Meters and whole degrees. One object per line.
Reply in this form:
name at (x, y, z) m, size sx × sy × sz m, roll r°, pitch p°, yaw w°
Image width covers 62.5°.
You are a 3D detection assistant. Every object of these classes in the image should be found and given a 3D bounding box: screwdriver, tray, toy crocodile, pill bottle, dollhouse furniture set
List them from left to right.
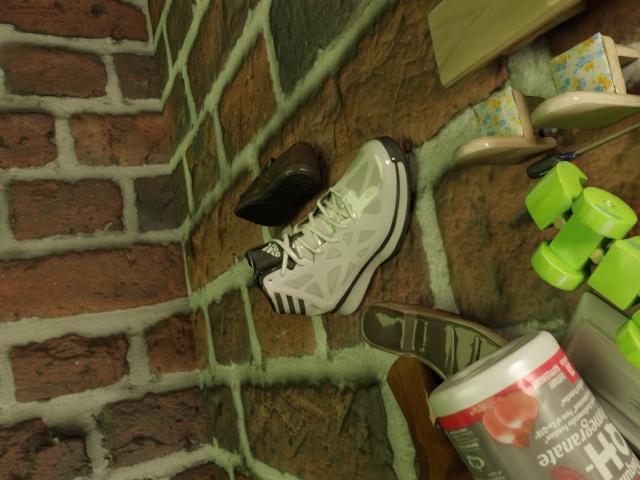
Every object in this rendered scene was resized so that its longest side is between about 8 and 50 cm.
dollhouse furniture set at (0.229, -0.313, 0.573) m, size 0.394 × 0.256 × 0.362 m, roll -24°, pitch 73°, yaw 60°
pill bottle at (0.285, 0.284, 0.626) m, size 0.318 × 0.176 × 0.176 m, roll 59°, pitch 145°, yaw 14°
screwdriver at (0.335, -0.113, 0.666) m, size 0.170 × 0.024 × 0.025 m, roll -20°, pitch 106°, yaw 54°
toy crocodile at (0.353, 0.041, 0.584) m, size 0.340 × 0.105 × 0.115 m, roll 55°, pitch 139°, yaw 35°
tray at (0.382, 0.192, 0.614) m, size 0.270 × 0.030 × 0.145 m, roll 47°, pitch 133°, yaw 48°

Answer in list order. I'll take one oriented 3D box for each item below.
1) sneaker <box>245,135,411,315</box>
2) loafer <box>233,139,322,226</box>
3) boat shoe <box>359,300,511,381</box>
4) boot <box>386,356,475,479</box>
sneaker at (0.000, 0.001, 1.042) m, size 0.169 × 0.257 × 0.447 m, roll 58°, pitch 141°, yaw 40°
loafer at (-0.105, -0.142, 1.379) m, size 0.366 × 0.134 × 0.130 m, roll -26°, pitch 48°, yaw 50°
boat shoe at (0.212, 0.161, 0.849) m, size 0.307 × 0.104 × 0.111 m, roll 22°, pitch 105°, yaw 40°
boot at (0.217, 0.295, 0.893) m, size 0.264 × 0.096 × 0.280 m, roll 105°, pitch 156°, yaw -49°
